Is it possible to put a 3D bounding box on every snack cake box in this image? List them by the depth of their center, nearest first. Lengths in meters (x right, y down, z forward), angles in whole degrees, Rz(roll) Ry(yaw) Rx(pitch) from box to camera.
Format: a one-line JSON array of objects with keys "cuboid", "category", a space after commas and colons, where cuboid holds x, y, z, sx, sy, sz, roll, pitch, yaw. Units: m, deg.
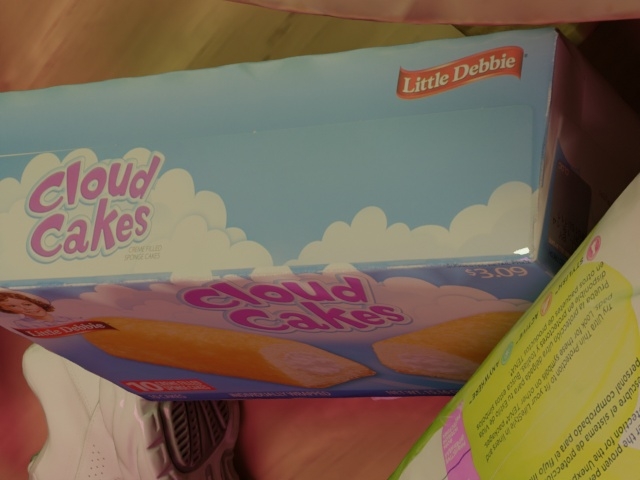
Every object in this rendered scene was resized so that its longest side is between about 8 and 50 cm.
[{"cuboid": [0.000, 0.000, 0.715, 0.264, 0.089, 0.152, -4, 158, 32], "category": "snack cake box"}]

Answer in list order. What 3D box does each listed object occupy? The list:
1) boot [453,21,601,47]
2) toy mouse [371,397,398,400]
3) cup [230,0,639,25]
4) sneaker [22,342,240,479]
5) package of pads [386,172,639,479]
[{"cuboid": [0.073, -0.192, 0.573, 0.211, 0.104, 0.295, 44, 136, -6], "category": "boot"}, {"cuboid": [0.077, 0.076, 0.811, 0.143, 0.031, 0.161, 0, 122, 29], "category": "toy mouse"}, {"cuboid": [0.043, -0.235, 0.361, 0.331, 0.331, 0.237, 14, 137, 20], "category": "cup"}, {"cuboid": [-0.091, 0.137, 0.924, 0.115, 0.090, 0.232, 8, 117, 33], "category": "sneaker"}, {"cuboid": [0.153, 0.079, 0.633, 0.229, 0.101, 0.296, 1, 144, -28], "category": "package of pads"}]
